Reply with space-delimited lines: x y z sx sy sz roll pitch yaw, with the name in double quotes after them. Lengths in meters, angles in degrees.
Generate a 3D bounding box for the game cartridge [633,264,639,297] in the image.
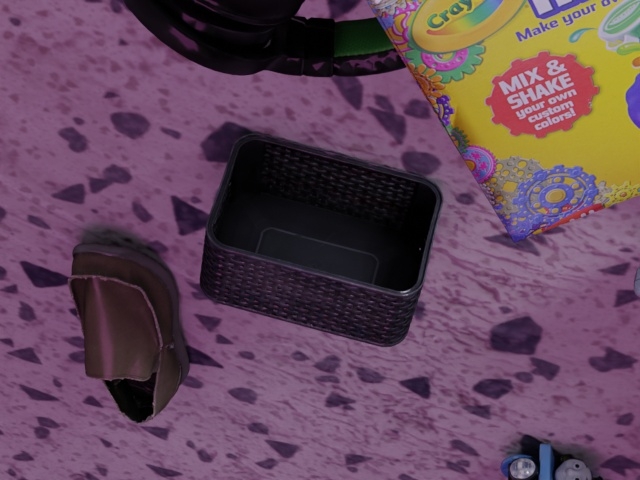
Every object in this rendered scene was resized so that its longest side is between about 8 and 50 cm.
0.417 0.028 1.240 0.196 0.060 0.294 33 142 -31 "game cartridge"

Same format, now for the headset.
-0.062 -0.241 1.022 0.394 0.185 0.243 7 130 -5 "headset"

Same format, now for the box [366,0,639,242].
0.173 -0.197 0.781 0.290 0.279 0.177 -21 134 16 "box"

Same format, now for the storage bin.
0.000 0.000 1.329 0.180 0.122 0.084 14 145 2 "storage bin"

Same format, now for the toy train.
0.246 0.280 1.665 0.105 0.080 0.184 -6 138 14 "toy train"

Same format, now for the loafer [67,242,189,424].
-0.185 0.095 1.566 0.094 0.087 0.251 4 144 17 "loafer"
